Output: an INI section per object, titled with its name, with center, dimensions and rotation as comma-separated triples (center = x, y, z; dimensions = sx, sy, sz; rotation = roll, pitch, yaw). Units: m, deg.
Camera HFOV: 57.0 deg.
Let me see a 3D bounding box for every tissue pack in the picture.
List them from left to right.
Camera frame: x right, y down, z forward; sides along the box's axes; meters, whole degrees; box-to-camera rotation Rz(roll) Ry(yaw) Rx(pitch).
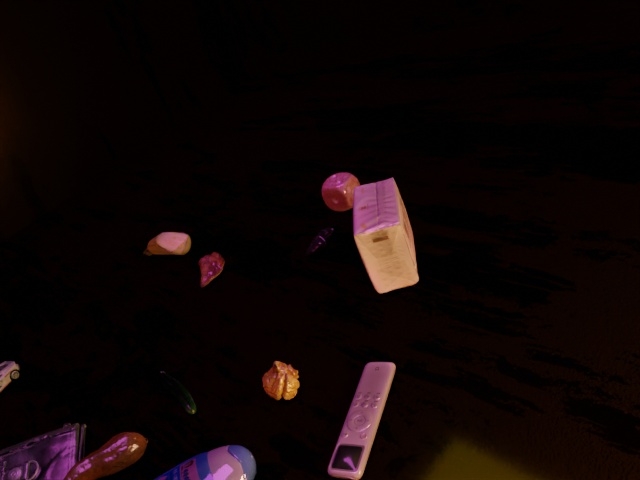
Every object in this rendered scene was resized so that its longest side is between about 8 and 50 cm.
[tissue pack]
center = 0.158, -0.015, 1.448
dimensions = 0.124, 0.184, 0.225
rotation = -14, 32, 12

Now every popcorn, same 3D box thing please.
[popcorn]
center = -0.086, 0.290, 1.248
dimensions = 0.084, 0.084, 0.084
rotation = -18, 31, 11

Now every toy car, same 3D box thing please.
[toy car]
center = -0.946, 0.418, 1.691
dimensions = 0.094, 0.058, 0.186
rotation = -4, 35, 28

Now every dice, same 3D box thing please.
[dice]
center = 0.066, -0.150, 1.821
dimensions = 0.094, 0.093, 0.091
rotation = 1, 39, 35

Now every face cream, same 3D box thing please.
[face cream]
center = -0.237, 0.466, 1.073
dimensions = 0.264, 0.083, 0.149
rotation = -29, 33, -8

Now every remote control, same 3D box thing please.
[remote control]
center = 0.081, 0.329, 1.113
dimensions = 0.067, 0.029, 0.261
rotation = -6, 35, 29

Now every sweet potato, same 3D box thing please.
[sweet potato]
center = -0.471, 0.482, 1.234
dimensions = 0.233, 0.062, 0.081
rotation = -39, 52, -19

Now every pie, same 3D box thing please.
[pie]
center = -0.336, 0.081, 1.805
dimensions = 0.092, 0.034, 0.170
rotation = -31, 29, -3

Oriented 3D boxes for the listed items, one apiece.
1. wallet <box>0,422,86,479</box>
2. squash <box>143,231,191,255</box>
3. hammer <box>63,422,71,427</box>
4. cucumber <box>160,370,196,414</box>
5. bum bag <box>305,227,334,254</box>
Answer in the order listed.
[wallet]
center = -0.639, 0.512, 1.308
dimensions = 0.236, 0.055, 0.160
rotation = -22, 46, 3
[squash]
center = -0.542, 0.015, 2.018
dimensions = 0.200, 0.075, 0.090
rotation = -6, 60, 31
[hammer]
center = -0.679, 0.509, 1.388
dimensions = 0.201, 0.021, 0.078
rotation = -30, 30, -9
[cucumber]
center = -0.329, 0.353, 1.373
dimensions = 0.036, 0.033, 0.184
rotation = -13, 21, -33
[bum bag]
center = -0.001, -0.001, 1.691
dimensions = 0.058, 0.034, 0.124
rotation = -20, 27, 36
